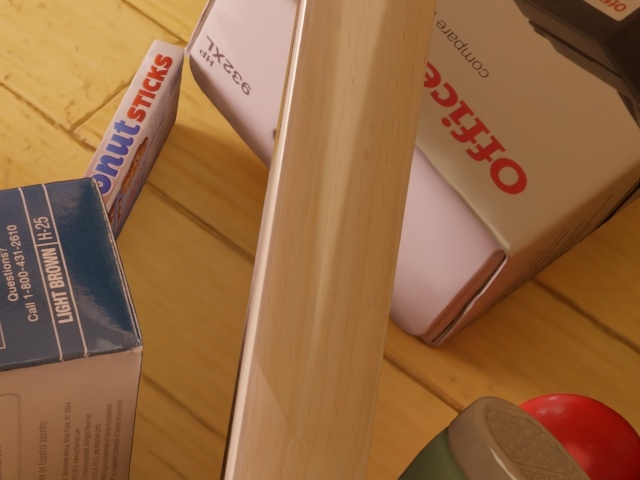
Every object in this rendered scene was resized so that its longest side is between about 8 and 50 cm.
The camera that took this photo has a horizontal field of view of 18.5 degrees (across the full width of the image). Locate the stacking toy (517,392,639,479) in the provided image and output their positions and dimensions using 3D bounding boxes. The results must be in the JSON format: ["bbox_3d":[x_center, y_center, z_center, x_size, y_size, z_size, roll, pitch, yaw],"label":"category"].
[{"bbox_3d":[0.222,0.177,0.944,0.330,0.141,0.141,25,54,17],"label":"stacking toy"}]

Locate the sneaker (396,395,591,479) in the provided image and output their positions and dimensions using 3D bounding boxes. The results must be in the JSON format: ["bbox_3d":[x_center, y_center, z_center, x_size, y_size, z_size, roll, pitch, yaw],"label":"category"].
[{"bbox_3d":[0.108,0.214,0.901,0.256,0.151,0.094,52,27,20],"label":"sneaker"}]

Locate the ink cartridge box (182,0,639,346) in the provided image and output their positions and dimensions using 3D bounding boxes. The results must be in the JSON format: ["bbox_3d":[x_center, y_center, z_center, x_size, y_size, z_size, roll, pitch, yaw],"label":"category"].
[{"bbox_3d":[0.115,-0.121,1.112,0.307,0.129,0.223,-35,79,-29],"label":"ink cartridge box"}]

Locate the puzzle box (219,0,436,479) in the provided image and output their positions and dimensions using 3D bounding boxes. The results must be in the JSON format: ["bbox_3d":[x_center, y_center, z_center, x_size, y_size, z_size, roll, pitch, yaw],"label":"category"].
[{"bbox_3d":[0.000,0.000,0.840,0.052,0.272,0.409,9,83,-2],"label":"puzzle box"}]

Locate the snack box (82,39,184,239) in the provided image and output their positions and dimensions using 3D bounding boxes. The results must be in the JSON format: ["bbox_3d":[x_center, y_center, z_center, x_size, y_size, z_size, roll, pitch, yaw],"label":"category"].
[{"bbox_3d":[-0.115,-0.026,1.068,0.022,0.064,0.178,20,53,4],"label":"snack box"}]

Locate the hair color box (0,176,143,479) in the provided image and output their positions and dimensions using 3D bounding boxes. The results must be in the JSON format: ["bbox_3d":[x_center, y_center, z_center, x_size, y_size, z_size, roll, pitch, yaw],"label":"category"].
[{"bbox_3d":[-0.264,0.081,0.897,0.347,0.174,0.105,-9,55,-16],"label":"hair color box"}]
